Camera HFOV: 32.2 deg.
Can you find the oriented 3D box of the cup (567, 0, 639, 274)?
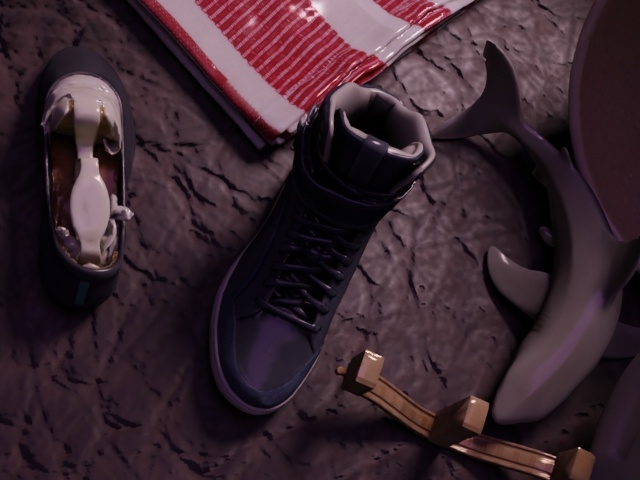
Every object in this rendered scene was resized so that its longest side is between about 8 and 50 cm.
[{"bbox_3d":[0.395,-0.112,0.845,0.237,0.331,0.331,-23,78,-43],"label":"cup"}]

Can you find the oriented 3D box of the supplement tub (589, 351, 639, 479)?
[{"bbox_3d":[0.366,0.197,0.738,0.325,0.235,0.235,16,66,-11],"label":"supplement tub"}]

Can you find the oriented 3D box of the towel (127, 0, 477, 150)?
[{"bbox_3d":[0.001,-0.245,0.903,0.329,0.037,0.237,-39,84,-26],"label":"towel"}]

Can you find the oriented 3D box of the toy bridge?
[{"bbox_3d":[0.094,0.128,0.773,0.188,0.063,0.026,25,65,-9],"label":"toy bridge"}]

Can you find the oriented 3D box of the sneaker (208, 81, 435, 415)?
[{"bbox_3d":[-0.001,-0.001,0.740,0.086,0.163,0.226,24,66,-9],"label":"sneaker"}]

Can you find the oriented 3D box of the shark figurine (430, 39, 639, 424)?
[{"bbox_3d":[0.194,-0.009,0.832,0.166,0.116,0.278,0,71,-20],"label":"shark figurine"}]

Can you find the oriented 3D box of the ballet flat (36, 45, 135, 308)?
[{"bbox_3d":[-0.160,-0.055,0.761,0.074,0.074,0.203,2,69,-16],"label":"ballet flat"}]
